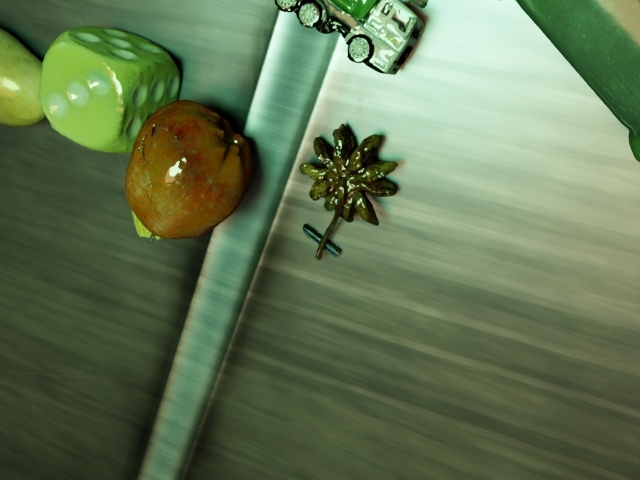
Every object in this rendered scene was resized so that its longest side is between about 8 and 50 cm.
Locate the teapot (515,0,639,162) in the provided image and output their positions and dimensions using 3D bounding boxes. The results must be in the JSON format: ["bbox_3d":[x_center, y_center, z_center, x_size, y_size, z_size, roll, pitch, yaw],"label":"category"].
[{"bbox_3d":[0.388,-0.301,0.769,0.270,0.200,0.337,-42,91,5],"label":"teapot"}]

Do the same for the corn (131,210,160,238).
[{"bbox_3d":[-0.323,-0.081,1.223,0.085,0.063,0.165,2,118,-5],"label":"corn"}]

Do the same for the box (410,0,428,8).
[{"bbox_3d":[0.120,-0.455,0.791,0.153,0.188,0.252,22,123,-6],"label":"box"}]

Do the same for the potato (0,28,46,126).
[{"bbox_3d":[-0.617,-0.310,1.209,0.233,0.146,0.150,38,151,2],"label":"potato"}]

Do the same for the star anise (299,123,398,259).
[{"bbox_3d":[0.050,-0.074,1.064,0.177,0.073,0.234,0,115,27],"label":"star anise"}]

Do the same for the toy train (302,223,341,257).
[{"bbox_3d":[0.000,0.000,1.149,0.083,0.017,0.017,37,128,4],"label":"toy train"}]

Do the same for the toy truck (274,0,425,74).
[{"bbox_3d":[0.037,-0.350,0.935,0.242,0.101,0.125,38,109,6],"label":"toy truck"}]

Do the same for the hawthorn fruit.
[{"bbox_3d":[-0.241,-0.093,1.099,0.211,0.211,0.299,42,122,1],"label":"hawthorn fruit"}]

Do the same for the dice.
[{"bbox_3d":[-0.358,-0.259,1.095,0.169,0.169,0.166,26,120,10],"label":"dice"}]
